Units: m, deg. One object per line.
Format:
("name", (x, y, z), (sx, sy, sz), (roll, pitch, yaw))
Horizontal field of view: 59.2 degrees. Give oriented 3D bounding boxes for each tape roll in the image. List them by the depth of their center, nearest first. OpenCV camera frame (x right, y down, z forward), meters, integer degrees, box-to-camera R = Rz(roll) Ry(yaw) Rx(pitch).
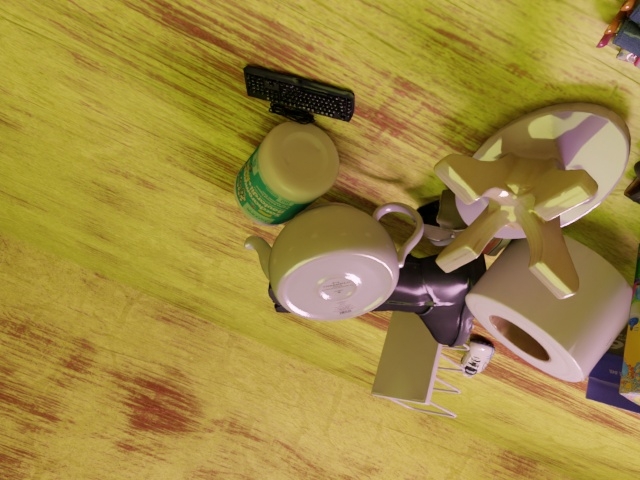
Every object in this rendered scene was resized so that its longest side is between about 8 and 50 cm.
("tape roll", (0.415, 0.117, 1.034), (0.246, 0.169, 0.246), (41, 170, 9))

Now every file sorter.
("file sorter", (0.299, 0.333, 1.587), (0.173, 0.277, 0.193), (33, 155, -35))

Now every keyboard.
("keyboard", (-0.038, -0.226, 0.936), (0.192, 0.038, 0.100), (18, 157, 11))

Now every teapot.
("teapot", (0.024, 0.016, 1.049), (0.256, 0.187, 0.252), (19, 133, -27))

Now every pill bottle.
("pill bottle", (-0.079, -0.113, 1.082), (0.146, 0.146, 0.264), (28, 156, -15))

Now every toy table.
("toy table", (0.280, -0.058, 0.784), (0.252, 0.161, 0.274), (37, 140, 3))

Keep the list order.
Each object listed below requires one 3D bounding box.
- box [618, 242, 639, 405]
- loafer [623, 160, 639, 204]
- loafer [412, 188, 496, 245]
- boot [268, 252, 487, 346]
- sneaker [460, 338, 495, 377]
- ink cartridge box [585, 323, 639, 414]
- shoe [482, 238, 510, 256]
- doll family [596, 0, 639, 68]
("box", (0.636, 0.126, 0.821), (0.177, 0.279, 0.290), (29, 157, -17))
("loafer", (0.463, -0.093, 0.771), (0.061, 0.062, 0.170), (16, 156, 24))
("loafer", (0.251, -0.046, 1.010), (0.088, 0.094, 0.251), (25, 157, -20))
("boot", (0.118, 0.141, 1.291), (0.446, 0.146, 0.367), (-4, 143, 0))
("sneaker", (0.483, 0.368, 1.742), (0.085, 0.086, 0.237), (17, 156, 15))
("ink cartridge box", (0.666, 0.229, 1.043), (0.304, 0.307, 0.072), (12, 113, 23))
("shoe", (0.309, -0.021, 1.055), (0.081, 0.063, 0.178), (13, 160, 7))
("doll family", (0.360, -0.193, 0.510), (0.163, 0.118, 0.263), (34, 162, 13))
